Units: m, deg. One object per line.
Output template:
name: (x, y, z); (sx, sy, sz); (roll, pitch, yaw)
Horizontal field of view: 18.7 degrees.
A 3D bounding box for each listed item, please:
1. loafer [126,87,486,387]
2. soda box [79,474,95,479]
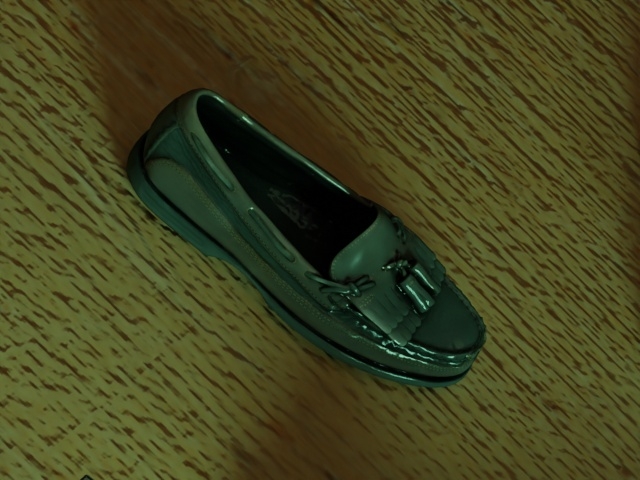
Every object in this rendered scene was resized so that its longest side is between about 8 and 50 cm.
loafer: (0.000, 0.000, 1.258); (0.267, 0.084, 0.096); (33, 49, -6)
soda box: (-0.143, 0.188, 0.995); (0.053, 0.169, 0.060); (40, 49, 2)
